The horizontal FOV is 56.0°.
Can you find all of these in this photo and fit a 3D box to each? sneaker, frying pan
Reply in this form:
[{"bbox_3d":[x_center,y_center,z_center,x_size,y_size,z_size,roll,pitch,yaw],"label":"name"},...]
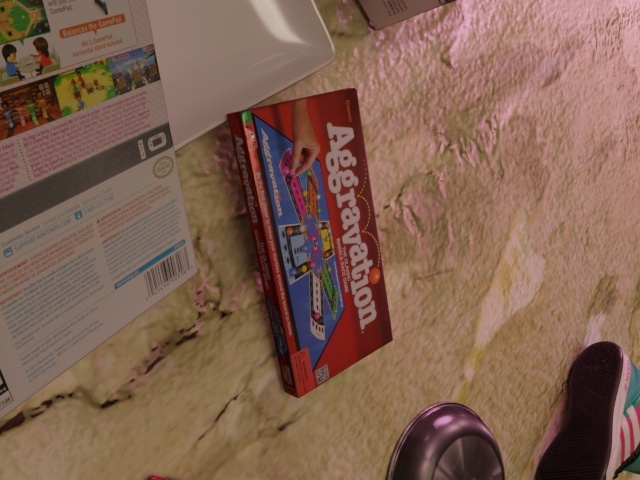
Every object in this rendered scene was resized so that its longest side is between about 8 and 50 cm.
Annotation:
[{"bbox_3d":[0.427,0.319,0.884,0.178,0.123,0.296,40,64,-18],"label":"sneaker"},{"bbox_3d":[0.168,0.363,0.730,0.197,0.053,0.326,-4,87,-36],"label":"frying pan"}]

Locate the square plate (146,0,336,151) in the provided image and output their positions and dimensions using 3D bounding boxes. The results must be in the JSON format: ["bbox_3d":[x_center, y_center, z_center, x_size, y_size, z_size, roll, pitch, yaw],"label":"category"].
[{"bbox_3d":[-0.180,-0.243,0.500,0.344,0.049,0.347,-39,110,-32],"label":"square plate"}]

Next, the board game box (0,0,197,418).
[{"bbox_3d":[-0.195,-0.064,0.317,0.224,0.097,0.304,-42,138,-47],"label":"board game box"}]

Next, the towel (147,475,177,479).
[{"bbox_3d":[-0.112,0.365,0.527,0.198,0.031,0.275,28,71,-33],"label":"towel"}]

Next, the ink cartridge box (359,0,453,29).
[{"bbox_3d":[0.171,-0.350,0.626,0.114,0.272,0.197,52,60,-26],"label":"ink cartridge box"}]

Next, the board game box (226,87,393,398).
[{"bbox_3d":[0.000,0.000,0.605,0.145,0.027,0.282,-23,110,-38],"label":"board game box"}]
